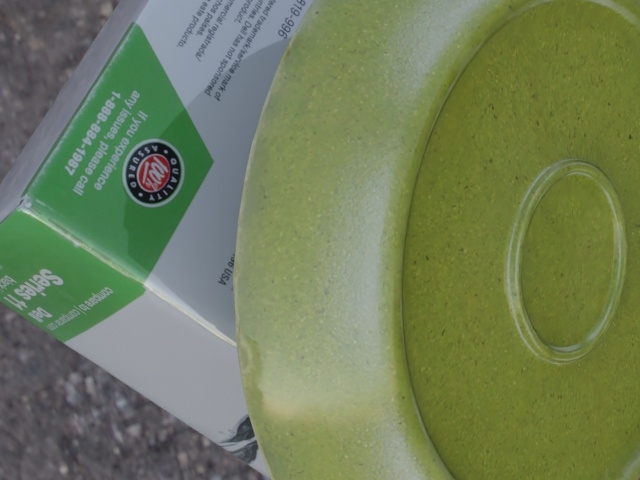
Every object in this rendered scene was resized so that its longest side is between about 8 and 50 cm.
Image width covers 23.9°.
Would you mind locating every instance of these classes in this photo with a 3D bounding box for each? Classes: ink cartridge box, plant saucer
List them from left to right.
[{"bbox_3d":[0.000,0.000,0.550,0.208,0.087,0.153,36,59,-15],"label":"ink cartridge box"},{"bbox_3d":[0.070,0.006,0.505,0.037,0.241,0.241,5,50,43],"label":"plant saucer"}]
